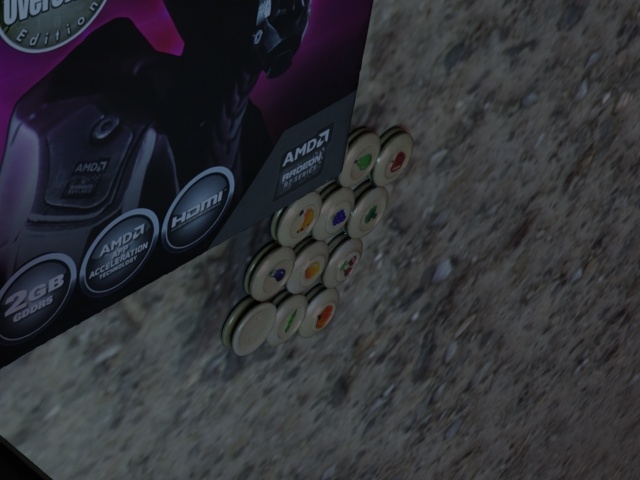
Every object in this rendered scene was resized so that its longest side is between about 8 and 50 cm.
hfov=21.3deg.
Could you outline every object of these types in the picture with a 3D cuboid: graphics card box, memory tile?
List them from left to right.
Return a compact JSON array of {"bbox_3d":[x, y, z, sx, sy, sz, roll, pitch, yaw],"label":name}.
[{"bbox_3d":[-0.070,-0.145,0.643,0.233,0.094,0.371,-31,145,-40],"label":"graphics card box"},{"bbox_3d":[0.000,0.000,1.008,0.113,0.012,0.148,-5,125,-57],"label":"memory tile"}]

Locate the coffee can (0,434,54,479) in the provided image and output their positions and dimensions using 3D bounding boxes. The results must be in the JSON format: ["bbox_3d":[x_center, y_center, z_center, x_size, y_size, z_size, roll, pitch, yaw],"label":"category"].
[{"bbox_3d":[-0.193,0.111,0.523,0.201,0.275,0.201,-39,148,-30],"label":"coffee can"}]
